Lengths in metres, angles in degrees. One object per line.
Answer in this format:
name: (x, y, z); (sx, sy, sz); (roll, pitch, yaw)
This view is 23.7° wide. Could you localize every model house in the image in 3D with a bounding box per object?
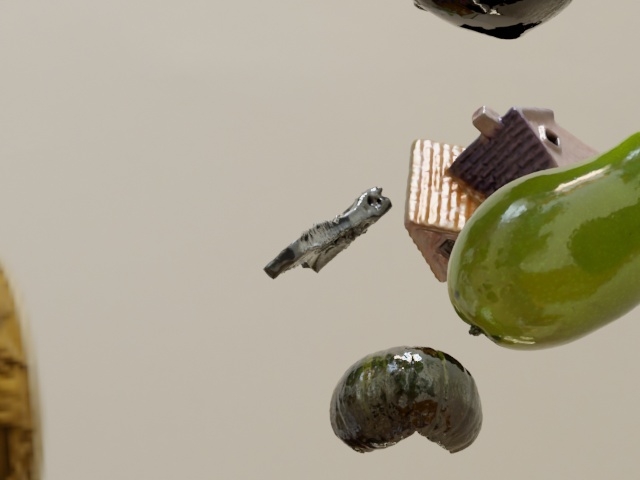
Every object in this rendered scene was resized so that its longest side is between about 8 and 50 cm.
model house: (0.239, -0.044, 2.017); (0.237, 0.237, 0.202); (-42, -157, 40)

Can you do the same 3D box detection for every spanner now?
spanner: (0.000, 0.000, 1.112); (0.093, 0.325, 0.026); (-40, -93, 11)

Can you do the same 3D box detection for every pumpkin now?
pumpkin: (0.102, 0.182, 1.790); (0.107, 0.184, 0.119); (90, -4, -58)

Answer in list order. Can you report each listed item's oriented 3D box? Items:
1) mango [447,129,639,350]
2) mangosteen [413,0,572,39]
mango: (0.261, -0.001, 1.521); (0.175, 0.293, 0.143); (57, 0, -10)
mangosteen: (0.182, -0.361, 1.591); (0.233, 0.288, 0.287); (27, -63, 36)
